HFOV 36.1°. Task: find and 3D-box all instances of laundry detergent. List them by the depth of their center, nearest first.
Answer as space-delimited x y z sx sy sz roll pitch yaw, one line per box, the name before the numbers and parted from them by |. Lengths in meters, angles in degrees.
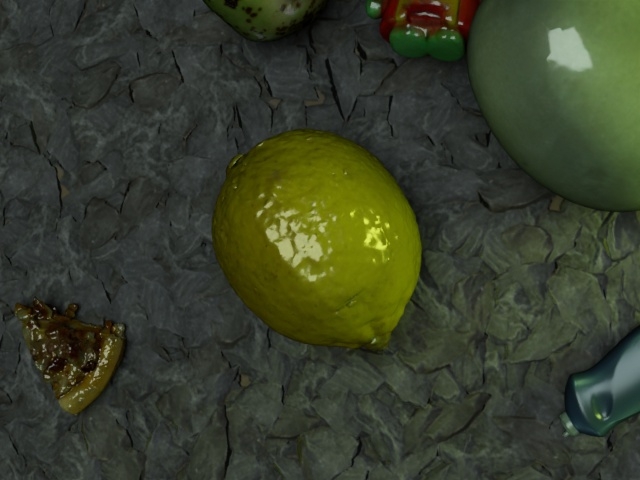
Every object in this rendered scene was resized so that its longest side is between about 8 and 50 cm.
laundry detergent | 0.396 0.189 1.292 0.206 0.061 0.096 -39 88 10

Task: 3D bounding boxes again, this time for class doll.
doll | 0.170 -0.420 1.314 0.183 0.160 0.362 6 87 20

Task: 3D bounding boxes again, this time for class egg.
egg | 0.331 -0.187 1.204 0.258 0.258 0.352 -38 114 9

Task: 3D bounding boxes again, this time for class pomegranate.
pomegranate | -0.057 -0.376 1.322 0.248 0.214 0.214 24 95 55

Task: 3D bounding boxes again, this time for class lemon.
lemon | 0.000 0.000 1.290 0.268 0.268 0.322 -42 88 9

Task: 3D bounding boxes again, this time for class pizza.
pizza | -0.393 0.153 1.472 0.194 0.069 0.154 35 97 10
